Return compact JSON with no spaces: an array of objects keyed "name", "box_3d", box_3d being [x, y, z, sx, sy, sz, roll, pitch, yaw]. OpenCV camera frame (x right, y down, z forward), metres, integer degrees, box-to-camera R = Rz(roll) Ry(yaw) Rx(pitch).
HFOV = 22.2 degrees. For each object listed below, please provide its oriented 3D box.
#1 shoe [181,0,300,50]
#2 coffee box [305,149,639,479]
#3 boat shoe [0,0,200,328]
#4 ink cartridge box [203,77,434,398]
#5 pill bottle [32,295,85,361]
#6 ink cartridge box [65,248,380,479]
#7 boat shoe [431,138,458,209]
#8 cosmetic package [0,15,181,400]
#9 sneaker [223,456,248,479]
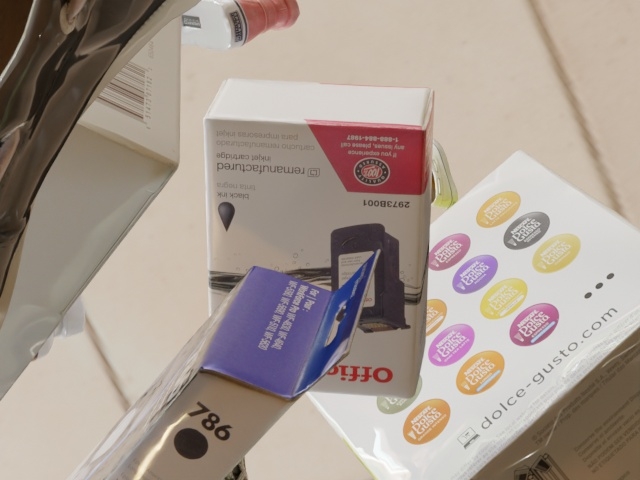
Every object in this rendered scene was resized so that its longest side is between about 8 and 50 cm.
[{"name":"shoe","box_3d":[-0.097,-0.214,1.499,0.178,0.081,0.063,21,125,51]},{"name":"coffee box","box_3d":[0.227,0.181,1.620,0.337,0.334,0.338,-41,123,-3]},{"name":"boat shoe","box_3d":[-0.131,-0.047,0.531,0.335,0.095,0.112,-52,60,18]},{"name":"ink cartridge box","box_3d":[0.000,0.000,1.306,0.172,0.100,0.237,3,115,7]},{"name":"pill bottle","box_3d":[-0.280,0.070,1.375,0.086,0.152,0.086,43,142,47]},{"name":"ink cartridge box","box_3d":[-0.095,0.130,1.075,0.065,0.165,0.333,40,112,-7]},{"name":"boat shoe","box_3d":[0.119,-0.075,1.791,0.035,0.035,0.100,-52,43,43]},{"name":"cosmetic package","box_3d":[-0.189,-0.072,0.940,0.097,0.377,0.284,24,122,-22]},{"name":"sneaker","box_3d":[-0.088,0.342,1.836,0.146,0.134,0.344,-2,98,25]}]
